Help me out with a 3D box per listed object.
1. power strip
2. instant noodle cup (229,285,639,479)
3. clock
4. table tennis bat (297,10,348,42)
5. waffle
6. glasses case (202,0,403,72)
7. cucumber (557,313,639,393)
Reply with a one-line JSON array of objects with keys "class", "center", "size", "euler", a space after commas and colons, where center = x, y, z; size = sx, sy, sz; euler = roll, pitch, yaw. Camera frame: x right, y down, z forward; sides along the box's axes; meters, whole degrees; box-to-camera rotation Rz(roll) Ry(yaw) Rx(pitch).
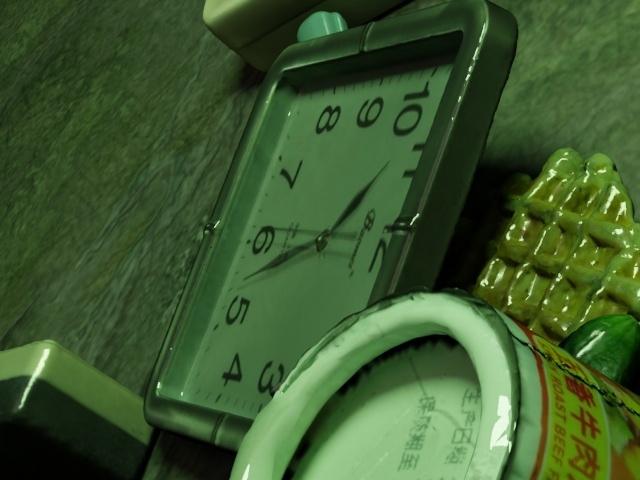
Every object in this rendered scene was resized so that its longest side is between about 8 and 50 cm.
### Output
[{"class": "power strip", "center": [-0.230, 0.133, 1.017], "size": [0.257, 0.105, 0.070], "euler": [-16, 44, 45]}, {"class": "instant noodle cup", "center": [0.080, 0.123, 0.502], "size": [0.193, 0.212, 0.193], "euler": [-35, 34, 28]}, {"class": "clock", "center": [0.001, 0.000, 0.854], "size": [0.279, 0.049, 0.273], "euler": [1, 69, 62]}, {"class": "table tennis bat", "center": [0.025, -0.084, 0.977], "size": [0.153, 0.040, 0.244], "euler": [-43, 36, 19]}, {"class": "waffle", "center": [0.099, 0.038, 0.743], "size": [0.169, 0.036, 0.183], "euler": [-37, 33, 27]}, {"class": "glasses case", "center": [0.057, -0.249, 1.061], "size": [0.336, 0.076, 0.144], "euler": [-24, 40, 38]}, {"class": "cucumber", "center": [0.063, 0.154, 0.640], "size": [0.284, 0.056, 0.056], "euler": [-58, 30, 0]}]
